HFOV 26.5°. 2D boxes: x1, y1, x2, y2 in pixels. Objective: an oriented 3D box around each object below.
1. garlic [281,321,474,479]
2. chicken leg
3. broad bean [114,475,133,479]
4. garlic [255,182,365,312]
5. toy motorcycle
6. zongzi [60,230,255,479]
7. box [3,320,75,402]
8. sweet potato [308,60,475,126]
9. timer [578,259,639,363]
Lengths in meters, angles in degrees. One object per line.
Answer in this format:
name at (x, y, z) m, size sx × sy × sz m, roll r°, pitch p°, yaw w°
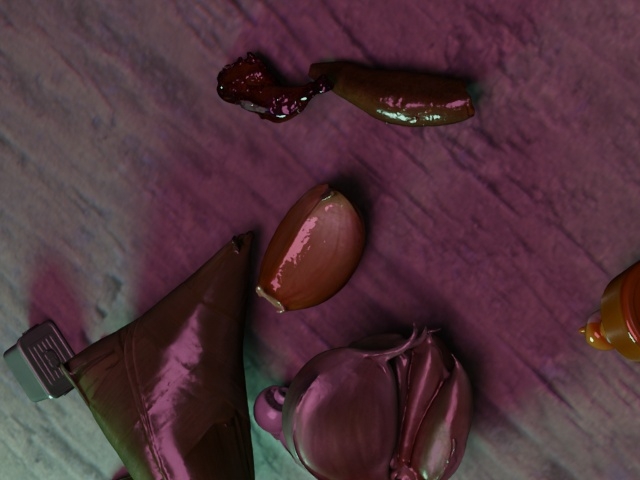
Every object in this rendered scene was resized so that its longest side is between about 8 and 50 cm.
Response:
garlic at (0.082, 0.233, 1.845) m, size 0.237 × 0.210 × 0.292 m, roll 8°, pitch 111°, yaw 33°
chicken leg at (-0.064, -0.198, 1.809) m, size 0.205 × 0.053 × 0.093 m, roll 19°, pitch 119°, yaw 32°
broad bean at (-0.296, 0.415, 2.231) m, size 0.226 × 0.039 × 0.069 m, roll -24°, pitch 93°, yaw 35°
garlic at (-0.007, -0.006, 1.848) m, size 0.207 × 0.128 × 0.115 m, roll -63°, pitch 36°, yaw 27°
toy motorcycle at (0.005, 0.303, 1.977) m, size 0.254 × 0.112 × 0.112 m, roll 33°, pitch 123°, yaw 13°
zongzi at (-0.135, 0.266, 1.955) m, size 0.418 × 0.181 × 0.447 m, roll -41°, pitch 76°, yaw 28°
box at (-0.450, 0.200, 2.192) m, size 0.069 × 0.084 × 0.122 m, roll -27°, pitch 96°, yaw 42°
sweet potato at (0.091, -0.185, 1.739) m, size 0.243 × 0.077 × 0.077 m, roll 11°, pitch 117°, yaw 31°
timer at (0.383, 0.102, 1.697) m, size 0.132 × 0.132 × 0.152 m, roll 54°, pitch 149°, yaw -3°
